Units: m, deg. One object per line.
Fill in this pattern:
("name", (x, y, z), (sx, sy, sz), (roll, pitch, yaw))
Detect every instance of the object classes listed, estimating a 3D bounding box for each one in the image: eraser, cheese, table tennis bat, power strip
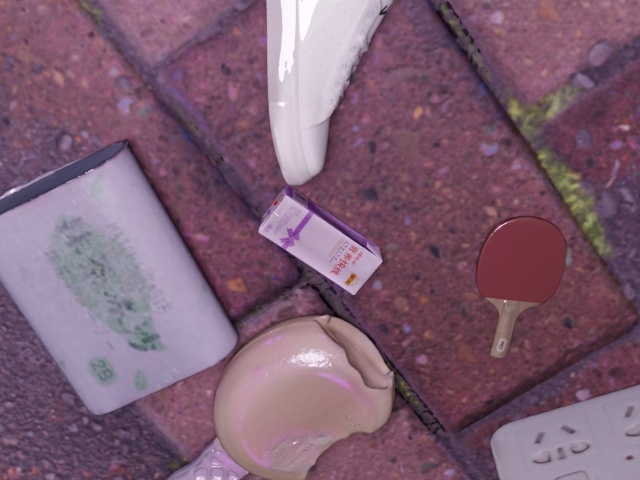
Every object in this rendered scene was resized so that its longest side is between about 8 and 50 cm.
("eraser", (-0.204, 0.039, 0.889), (0.174, 0.081, 0.227), (-23, 111, 9))
("cheese", (-0.057, 0.196, 0.963), (0.163, 0.082, 0.286), (40, 110, -15))
("table tennis bat", (0.195, 0.048, 0.933), (0.087, 0.013, 0.156), (6, 112, -5))
("power strip", (0.305, 0.268, 0.893), (0.229, 0.261, 0.141), (-19, 111, 8))

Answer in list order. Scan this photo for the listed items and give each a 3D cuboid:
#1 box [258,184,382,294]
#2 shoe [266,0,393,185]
("box", (0.000, 0.000, 0.897), (0.117, 0.036, 0.050), (35, 109, -16))
("shoe", (0.009, -0.176, 0.789), (0.110, 0.095, 0.265), (-3, 111, 1))
